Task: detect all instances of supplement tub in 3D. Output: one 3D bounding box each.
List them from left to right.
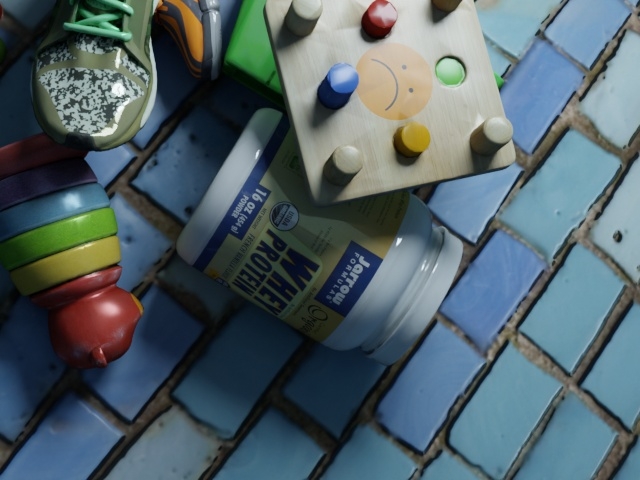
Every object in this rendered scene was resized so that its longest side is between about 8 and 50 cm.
[{"bbox_3d":[0.000,0.000,1.470,0.316,0.228,0.228,31,71,-6],"label":"supplement tub"}]

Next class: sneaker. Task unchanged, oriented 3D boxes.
[{"bbox_3d":[-0.258,-0.301,1.359,0.158,0.182,0.410,7,64,-3],"label":"sneaker"},{"bbox_3d":[-0.243,-0.348,1.554,0.180,0.124,0.321,-13,70,-14],"label":"sneaker"}]

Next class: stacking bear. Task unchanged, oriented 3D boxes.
[{"bbox_3d":[-0.312,0.019,1.425,0.164,0.175,0.289,-20,91,-21],"label":"stacking bear"}]

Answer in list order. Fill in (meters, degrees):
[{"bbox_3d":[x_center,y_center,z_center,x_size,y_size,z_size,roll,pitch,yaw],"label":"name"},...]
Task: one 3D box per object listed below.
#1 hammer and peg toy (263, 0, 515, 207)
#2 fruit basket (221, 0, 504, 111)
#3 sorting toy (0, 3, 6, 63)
[{"bbox_3d":[0.061,-0.232,1.347,0.266,0.127,0.361,-13,82,-13],"label":"hammer and peg toy"},{"bbox_3d":[0.079,-0.316,1.565,0.392,0.283,0.392,0,93,-6],"label":"fruit basket"},{"bbox_3d":[-0.448,-0.281,1.511,0.061,0.042,0.102,-5,79,-16],"label":"sorting toy"}]
